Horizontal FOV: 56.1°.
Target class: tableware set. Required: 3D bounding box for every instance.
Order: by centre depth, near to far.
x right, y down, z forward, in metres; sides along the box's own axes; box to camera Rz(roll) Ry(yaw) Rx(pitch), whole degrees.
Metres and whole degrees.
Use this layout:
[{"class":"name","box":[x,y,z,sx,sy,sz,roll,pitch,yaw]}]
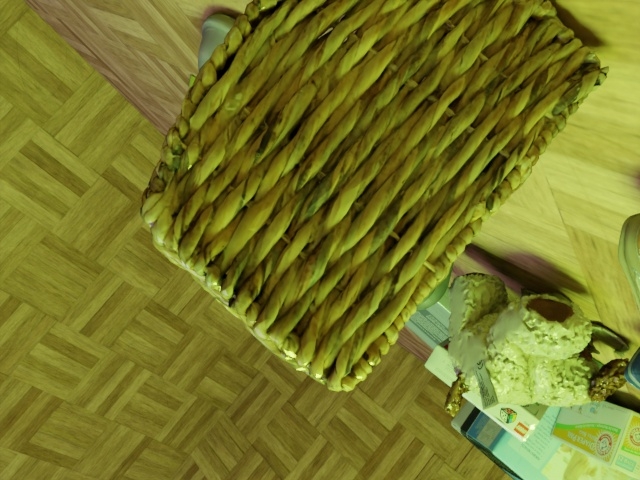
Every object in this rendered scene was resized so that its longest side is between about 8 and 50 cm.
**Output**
[{"class":"tableware set","box":[0.375,0.123,0.904,0.168,0.020,0.141,39,172,8]}]

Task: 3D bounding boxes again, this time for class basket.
[{"class":"basket","box":[0.014,-0.067,0.473,0.213,0.299,0.223,41,172,-4]}]

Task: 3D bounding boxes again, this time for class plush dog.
[{"class":"plush dog","box":[0.308,0.179,0.878,0.225,0.211,0.262,18,-178,-18]}]

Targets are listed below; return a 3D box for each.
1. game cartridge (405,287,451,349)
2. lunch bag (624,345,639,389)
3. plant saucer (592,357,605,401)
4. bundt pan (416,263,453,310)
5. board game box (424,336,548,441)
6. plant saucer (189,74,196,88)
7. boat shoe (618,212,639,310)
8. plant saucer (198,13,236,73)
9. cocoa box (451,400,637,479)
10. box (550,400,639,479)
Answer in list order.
[{"class":"game cartridge","box":[0.262,0.170,1.403,0.294,0.060,0.196,42,157,-6]},{"class":"lunch bag","box":[0.426,0.165,0.720,0.098,0.067,0.065,37,173,11]},{"class":"plant saucer","box":[0.487,0.243,1.080,0.067,0.018,0.192,35,172,34]},{"class":"bundt pan","box":[0.059,0.046,0.983,0.331,0.124,0.331,6,175,0]},{"class":"board game box","box":[0.330,0.228,1.081,0.193,0.053,0.305,36,-158,23]},{"class":"plant saucer","box":[-0.228,-0.280,1.408,0.188,0.045,0.188,39,173,9]},{"class":"boat shoe","box":[0.351,0.086,0.500,0.302,0.113,0.103,54,169,-22]},{"class":"plant saucer","box":[-0.090,-0.156,0.958,0.400,0.100,0.400,50,171,11]},{"class":"cocoa box","box":[0.514,0.446,1.310,0.347,0.231,0.228,41,172,-5]},{"class":"box","box":[0.534,0.357,1.096,0.114,0.103,0.203,25,174,-6]}]
